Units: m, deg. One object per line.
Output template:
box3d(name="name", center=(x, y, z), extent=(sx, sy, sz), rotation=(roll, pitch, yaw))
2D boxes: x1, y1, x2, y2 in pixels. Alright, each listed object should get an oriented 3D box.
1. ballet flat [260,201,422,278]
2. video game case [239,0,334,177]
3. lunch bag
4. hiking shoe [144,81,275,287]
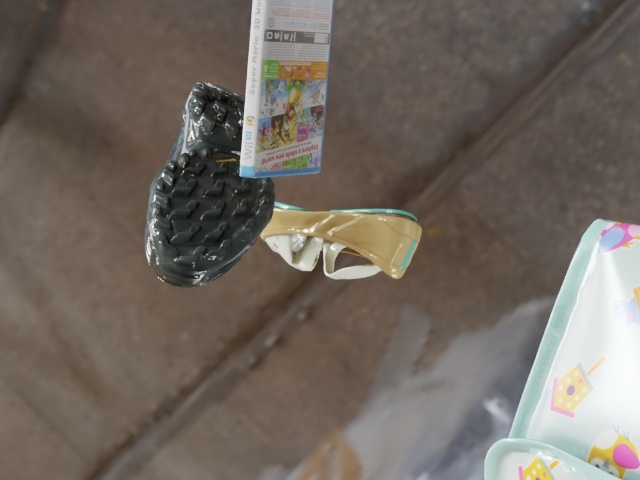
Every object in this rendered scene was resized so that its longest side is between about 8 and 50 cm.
box3d(name="ballet flat", center=(0.000, 0.000, 1.982), extent=(0.232, 0.073, 0.080), rotation=(5, 168, 44))
box3d(name="video game case", center=(-0.024, -0.133, 1.502), extent=(0.015, 0.119, 0.166), rotation=(7, 97, 24))
box3d(name="lunch bag", center=(0.226, 0.145, 1.152), extent=(0.223, 0.262, 0.160), rotation=(22, 176, 41))
box3d(name="hiking shoe", center=(-0.105, -0.025, 1.809), extent=(0.113, 0.304, 0.132), rotation=(19, 120, -3))
